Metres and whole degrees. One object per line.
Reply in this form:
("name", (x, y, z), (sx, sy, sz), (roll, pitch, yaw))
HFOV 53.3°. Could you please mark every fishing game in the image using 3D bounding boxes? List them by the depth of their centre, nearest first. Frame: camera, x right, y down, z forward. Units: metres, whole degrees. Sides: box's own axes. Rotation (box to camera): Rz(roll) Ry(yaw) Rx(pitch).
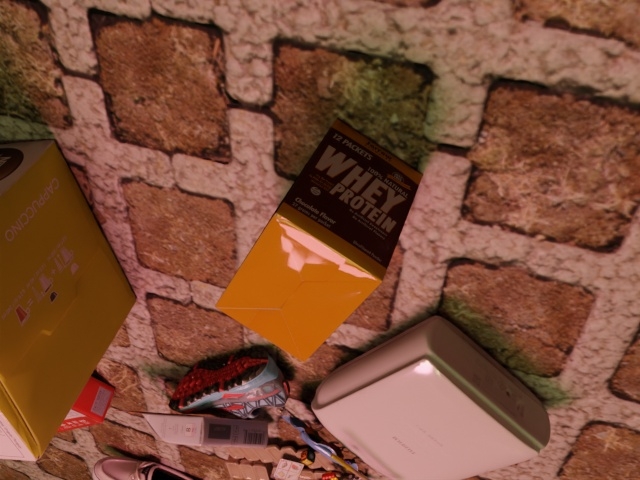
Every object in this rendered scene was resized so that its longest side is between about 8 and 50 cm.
("fishing game", (0.013, 0.348, 1.101), (0.189, 0.041, 0.264), (40, 167, -15))

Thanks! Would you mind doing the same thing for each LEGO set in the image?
("LEGO set", (-0.011, 0.511, 1.287), (0.183, 0.060, 0.244), (16, 131, -4))

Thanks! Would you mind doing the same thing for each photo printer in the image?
("photo printer", (0.150, 0.269, 0.990), (0.256, 0.107, 0.307), (41, 133, -13))

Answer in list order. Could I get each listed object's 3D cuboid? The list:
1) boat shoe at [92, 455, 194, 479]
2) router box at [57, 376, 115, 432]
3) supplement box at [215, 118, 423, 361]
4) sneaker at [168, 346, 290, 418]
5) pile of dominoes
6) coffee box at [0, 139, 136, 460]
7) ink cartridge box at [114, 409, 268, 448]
("boat shoe", (-0.411, 0.569, 1.514), (0.268, 0.096, 0.088), (22, 130, 4))
("router box", (-0.665, 0.316, 1.364), (0.336, 0.082, 0.301), (-21, 133, 36))
("supplement box", (0.000, 0.000, 0.762), (0.129, 0.194, 0.191), (33, 134, -5))
("sneaker", (-0.165, 0.285, 1.150), (0.262, 0.104, 0.125), (-21, 120, 36))
("pile of dominoes", (-0.072, 0.472, 1.333), (0.251, 0.040, 0.195), (2, 129, 12))
("coffee box", (-0.543, 0.083, 0.957), (0.335, 0.337, 0.338), (-2, 128, 16))
("ink cartridge box", (-0.245, 0.357, 1.209), (0.233, 0.066, 0.189), (-10, 159, 31))
